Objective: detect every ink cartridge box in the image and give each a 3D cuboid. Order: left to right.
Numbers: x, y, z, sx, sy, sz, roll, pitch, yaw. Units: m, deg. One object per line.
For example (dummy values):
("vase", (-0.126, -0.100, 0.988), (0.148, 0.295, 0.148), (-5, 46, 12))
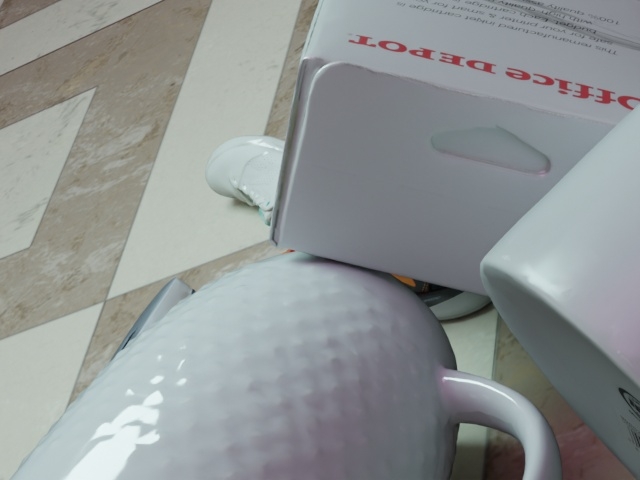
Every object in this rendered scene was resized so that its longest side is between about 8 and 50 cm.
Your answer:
("ink cartridge box", (0.133, -0.122, 1.338), (0.285, 0.166, 0.395), (13, 30, 2))

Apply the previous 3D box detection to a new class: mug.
("mug", (-0.007, 0.175, 1.180), (0.374, 0.276, 0.328), (3, 41, 36))

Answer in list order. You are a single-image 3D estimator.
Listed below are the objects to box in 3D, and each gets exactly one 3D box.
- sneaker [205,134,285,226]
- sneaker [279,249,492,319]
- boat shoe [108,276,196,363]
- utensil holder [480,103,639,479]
("sneaker", (-0.049, -0.053, 1.718), (0.212, 0.080, 0.094), (-3, 56, 42))
("sneaker", (0.000, 0.000, 1.482), (0.321, 0.180, 0.124), (-20, 34, 26))
("boat shoe", (-0.164, 0.145, 1.544), (0.095, 0.084, 0.258), (-39, 16, 53))
("utensil holder", (0.336, -0.004, 1.009), (0.385, 0.327, 0.327), (-41, 31, -5))
